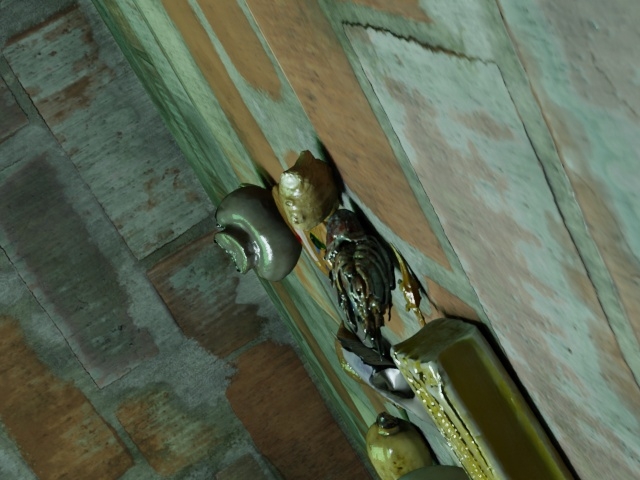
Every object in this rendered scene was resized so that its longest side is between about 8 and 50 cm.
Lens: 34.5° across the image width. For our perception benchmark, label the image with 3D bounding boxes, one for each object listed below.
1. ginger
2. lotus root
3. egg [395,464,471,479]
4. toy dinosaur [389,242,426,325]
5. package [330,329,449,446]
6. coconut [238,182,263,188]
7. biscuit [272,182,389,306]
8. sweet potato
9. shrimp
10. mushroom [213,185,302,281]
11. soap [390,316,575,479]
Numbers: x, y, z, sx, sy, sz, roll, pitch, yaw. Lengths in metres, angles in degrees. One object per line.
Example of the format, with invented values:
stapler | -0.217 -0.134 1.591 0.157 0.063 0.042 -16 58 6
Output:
ginger | -0.009 -0.050 1.384 0.067 0.096 0.165 8 161 19
lotus root | 0.157 0.424 2.090 0.220 0.125 0.118 65 -148 -21
egg | 0.214 0.495 1.458 0.389 0.276 0.276 56 172 -12
toy dinosaur | 0.111 0.056 1.304 0.041 0.026 0.113 80 171 -82
package | 0.132 0.264 1.868 0.251 0.062 0.204 46 175 -18
coconut | -0.104 -0.054 2.023 0.158 0.055 0.133 61 172 -15
biscuit | 0.000 0.000 1.658 0.334 0.047 0.202 46 166 56
sweet potato | 0.084 0.263 2.088 0.226 0.068 0.068 53 171 22
shrimp | 0.058 0.055 1.332 0.079 0.090 0.232 48 -158 -51
mushroom | -0.105 -0.025 1.894 0.188 0.141 0.117 48 136 8
soap | 0.200 0.227 1.200 0.274 0.089 0.173 58 171 -6
